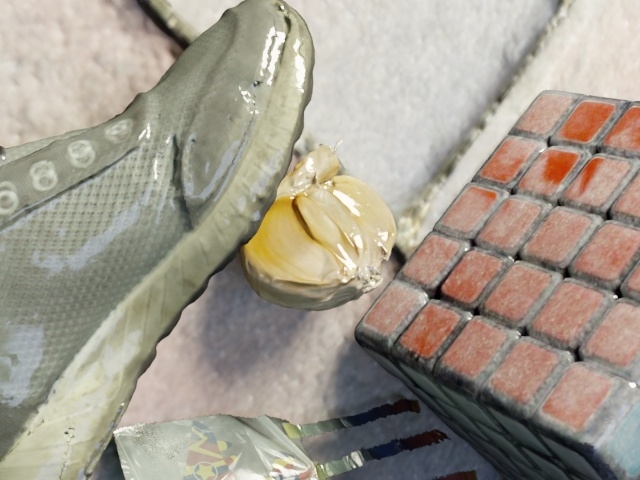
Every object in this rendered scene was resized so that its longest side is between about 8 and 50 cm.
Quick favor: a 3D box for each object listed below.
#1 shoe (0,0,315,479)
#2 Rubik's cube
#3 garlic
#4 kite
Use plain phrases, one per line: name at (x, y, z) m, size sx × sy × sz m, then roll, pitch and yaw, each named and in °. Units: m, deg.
shoe at (-0.148, -0.012, 0.654) m, size 0.171 × 0.132 × 0.336 m, roll 33°, pitch 88°, yaw -23°
Rubik's cube at (0.212, 0.067, 0.803) m, size 0.237 × 0.238 × 0.237 m, roll -51°, pitch 123°, yaw -9°
garlic at (0.002, 0.004, 0.762) m, size 0.113 × 0.094 × 0.074 m, roll -31°, pitch 156°, yaw -26°
kite at (-0.008, 0.151, 0.779) m, size 0.245 × 0.141 × 0.015 m, roll -8°, pitch 140°, yaw -36°
